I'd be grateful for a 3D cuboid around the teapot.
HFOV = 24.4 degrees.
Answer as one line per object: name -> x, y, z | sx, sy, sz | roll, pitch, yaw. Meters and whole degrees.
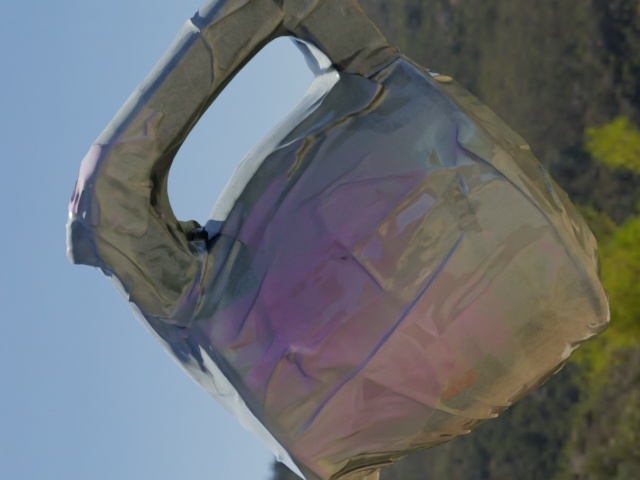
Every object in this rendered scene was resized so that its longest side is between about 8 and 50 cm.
teapot -> 0.008, 0.008, 0.645 | 0.163, 0.178, 0.221 | 43, 171, 49
